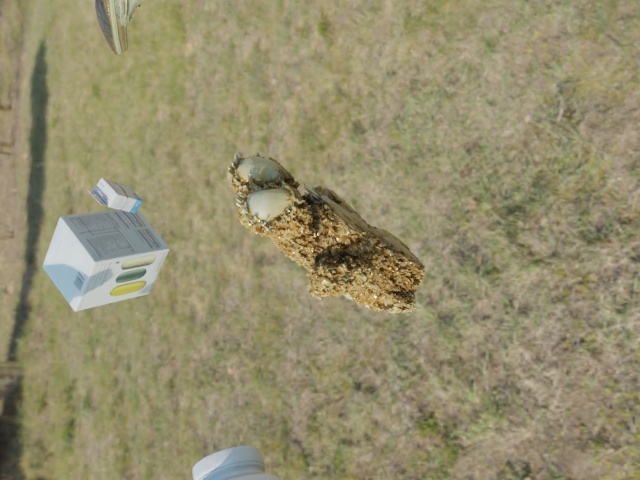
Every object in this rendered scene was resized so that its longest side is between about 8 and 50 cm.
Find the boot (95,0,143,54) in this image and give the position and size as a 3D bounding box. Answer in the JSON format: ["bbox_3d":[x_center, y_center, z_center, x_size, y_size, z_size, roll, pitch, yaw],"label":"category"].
[{"bbox_3d":[-0.341,-0.463,1.422,0.077,0.165,0.213,47,149,32],"label":"boot"}]

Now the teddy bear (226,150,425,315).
[{"bbox_3d":[0.000,0.000,1.066,0.113,0.338,0.245,-50,50,13],"label":"teddy bear"}]

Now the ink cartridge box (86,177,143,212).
[{"bbox_3d":[-0.344,-0.076,1.256,0.048,0.083,0.028,42,102,25],"label":"ink cartridge box"}]

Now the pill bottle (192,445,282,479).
[{"bbox_3d":[-0.115,0.511,1.219,0.181,0.181,0.323,-55,43,41],"label":"pill bottle"}]

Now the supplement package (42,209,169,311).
[{"bbox_3d":[-0.630,0.049,2.210,0.198,0.262,0.199,46,123,24],"label":"supplement package"}]
